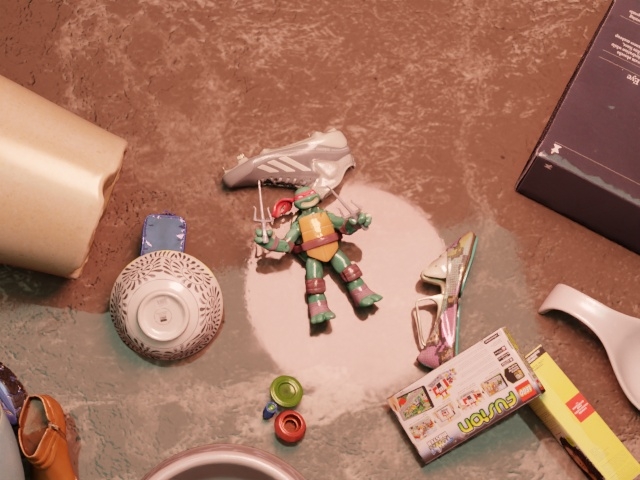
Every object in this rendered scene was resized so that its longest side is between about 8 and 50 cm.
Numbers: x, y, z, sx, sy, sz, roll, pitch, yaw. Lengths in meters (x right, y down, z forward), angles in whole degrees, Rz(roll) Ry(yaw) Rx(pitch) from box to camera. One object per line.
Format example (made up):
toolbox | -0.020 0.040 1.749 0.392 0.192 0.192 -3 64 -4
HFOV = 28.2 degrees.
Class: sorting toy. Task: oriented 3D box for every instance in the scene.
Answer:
sorting toy | -0.057 0.255 1.899 0.061 0.042 0.102 1 61 -18

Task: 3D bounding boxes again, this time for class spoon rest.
spoon rest | 0.460 0.161 1.918 0.276 0.084 0.137 35 78 9

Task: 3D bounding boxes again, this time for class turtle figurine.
turtle figurine | 0.000 0.000 1.930 0.175 0.118 0.234 -20 91 7

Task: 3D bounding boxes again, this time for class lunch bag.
lunch bag | -0.239 0.002 1.945 0.067 0.065 0.098 7 84 -4

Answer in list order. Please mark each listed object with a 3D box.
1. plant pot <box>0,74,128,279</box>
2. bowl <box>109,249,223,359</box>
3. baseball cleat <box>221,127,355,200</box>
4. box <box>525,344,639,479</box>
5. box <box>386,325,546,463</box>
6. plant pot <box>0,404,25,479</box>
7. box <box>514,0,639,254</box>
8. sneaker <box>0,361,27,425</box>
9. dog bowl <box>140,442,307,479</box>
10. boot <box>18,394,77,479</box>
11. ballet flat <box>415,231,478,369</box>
plant pot | -0.458 -0.095 1.855 0.305 0.334 0.334 20 74 -7
bowl | -0.229 0.104 1.877 0.170 0.080 0.170 -1 99 -4
baseball cleat | -0.046 -0.102 1.981 0.206 0.072 0.109 -22 83 -4
box | 0.372 0.267 1.884 0.058 0.087 0.232 -36 77 -11
box | 0.212 0.227 1.866 0.207 0.036 0.114 -34 80 17
plant pot | -0.521 0.378 1.744 0.290 0.290 0.195 -29 112 -10
box | 0.527 -0.155 1.961 0.343 0.179 0.312 28 74 6
sneaker | -0.520 0.202 1.880 0.221 0.083 0.087 40 90 14
dog bowl | -0.140 0.456 1.802 0.349 0.102 0.349 1 74 -3
boot | -0.392 0.316 1.804 0.073 0.152 0.197 -10 75 -5
ballet flat | 0.186 0.087 1.936 0.079 0.077 0.221 10 78 4
